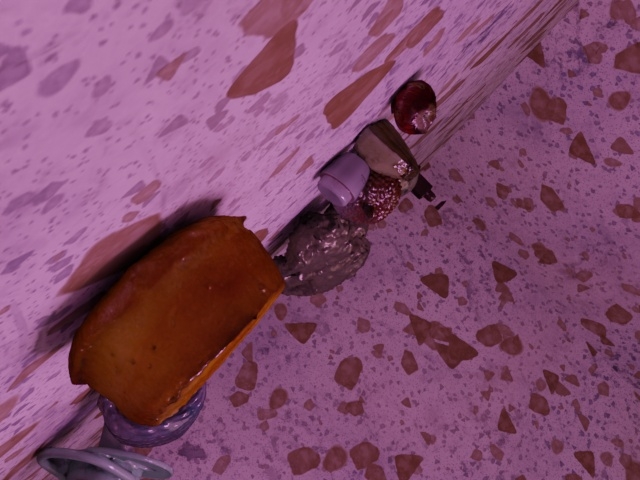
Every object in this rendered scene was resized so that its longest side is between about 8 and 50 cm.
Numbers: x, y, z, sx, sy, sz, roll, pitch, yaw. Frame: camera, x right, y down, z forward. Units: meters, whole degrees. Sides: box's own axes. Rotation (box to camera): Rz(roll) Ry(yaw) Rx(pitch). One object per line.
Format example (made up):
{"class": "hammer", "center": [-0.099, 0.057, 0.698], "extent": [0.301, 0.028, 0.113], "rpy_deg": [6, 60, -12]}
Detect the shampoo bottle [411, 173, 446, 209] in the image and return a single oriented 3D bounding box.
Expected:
{"class": "shampoo bottle", "center": [0.326, -0.196, 2.264], "extent": [0.068, 0.236, 0.067], "rpy_deg": [-44, 178, -18]}

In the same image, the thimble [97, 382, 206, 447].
{"class": "thimble", "center": [-0.373, 0.347, 1.489], "extent": [0.236, 0.205, 0.172], "rpy_deg": [-15, 161, -19]}

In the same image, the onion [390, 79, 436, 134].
{"class": "onion", "center": [0.181, -0.258, 1.299], "extent": [0.107, 0.097, 0.107], "rpy_deg": [-40, 136, -53]}

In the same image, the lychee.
{"class": "lychee", "center": [0.099, -0.107, 1.474], "extent": [0.165, 0.165, 0.197], "rpy_deg": [-46, -143, 39]}

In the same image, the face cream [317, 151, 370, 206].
{"class": "face cream", "center": [0.048, -0.125, 1.358], "extent": [0.095, 0.091, 0.091], "rpy_deg": [-51, 178, -14]}

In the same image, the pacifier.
{"class": "pacifier", "center": [-0.517, 0.489, 1.626], "extent": [0.343, 0.288, 0.269], "rpy_deg": [-12, -125, 25]}

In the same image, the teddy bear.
{"class": "teddy bear", "center": [0.000, 0.000, 1.753], "extent": [0.357, 0.224, 0.367], "rpy_deg": [-41, 161, -11]}

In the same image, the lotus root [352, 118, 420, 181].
{"class": "lotus root", "center": [0.137, -0.177, 1.387], "extent": [0.070, 0.144, 0.143], "rpy_deg": [-44, 169, 27]}

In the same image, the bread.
{"class": "bread", "center": [-0.189, 0.108, 0.899], "extent": [0.312, 0.172, 0.312], "rpy_deg": [-45, 175, -5]}

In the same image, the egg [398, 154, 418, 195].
{"class": "egg", "center": [0.195, -0.185, 1.802], "extent": [0.141, 0.141, 0.181], "rpy_deg": [-44, -176, 13]}
